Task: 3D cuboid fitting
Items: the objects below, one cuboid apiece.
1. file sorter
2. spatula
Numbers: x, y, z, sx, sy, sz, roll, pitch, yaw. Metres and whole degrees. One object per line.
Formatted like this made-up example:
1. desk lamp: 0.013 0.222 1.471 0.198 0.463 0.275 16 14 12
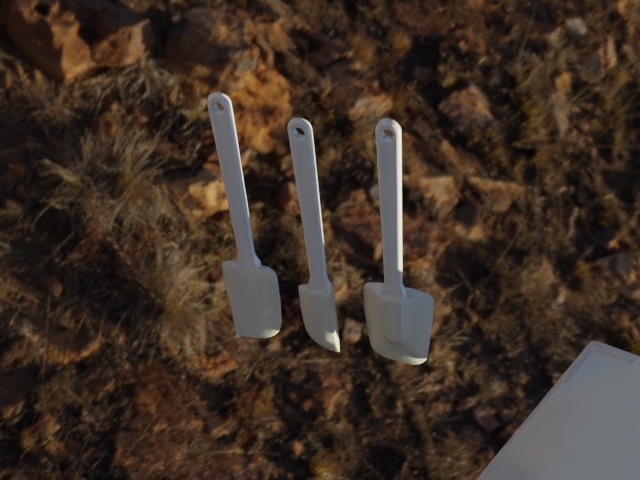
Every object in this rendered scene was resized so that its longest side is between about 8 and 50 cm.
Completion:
1. file sorter: 0.217 0.249 0.673 0.277 0.193 0.173 -45 124 -18
2. spatula: 0.000 0.000 0.691 0.168 0.242 0.019 11 43 18
